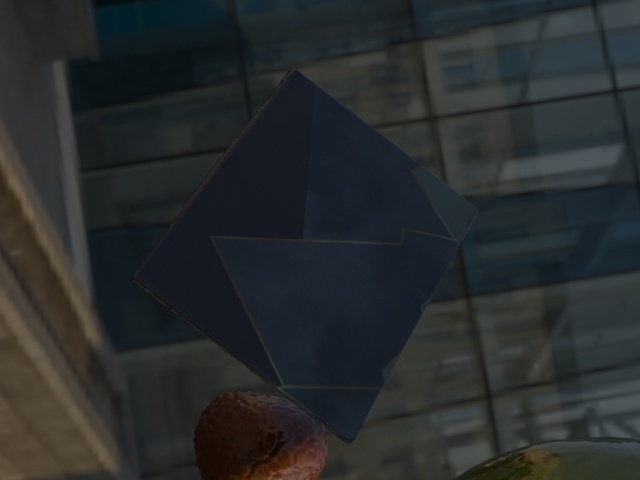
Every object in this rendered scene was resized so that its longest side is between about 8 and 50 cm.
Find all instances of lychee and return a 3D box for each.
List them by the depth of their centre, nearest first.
[{"bbox_3d":[-0.035,0.176,1.212,0.114,0.140,0.101,-45,152,-36],"label":"lychee"}]

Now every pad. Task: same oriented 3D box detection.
[{"bbox_3d":[0.000,0.000,0.956,0.004,0.163,0.243,-49,-175,43],"label":"pad"}]

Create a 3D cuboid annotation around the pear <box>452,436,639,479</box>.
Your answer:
[{"bbox_3d":[0.152,0.223,0.926,0.212,0.269,0.212,173,-90,-86],"label":"pear"}]
